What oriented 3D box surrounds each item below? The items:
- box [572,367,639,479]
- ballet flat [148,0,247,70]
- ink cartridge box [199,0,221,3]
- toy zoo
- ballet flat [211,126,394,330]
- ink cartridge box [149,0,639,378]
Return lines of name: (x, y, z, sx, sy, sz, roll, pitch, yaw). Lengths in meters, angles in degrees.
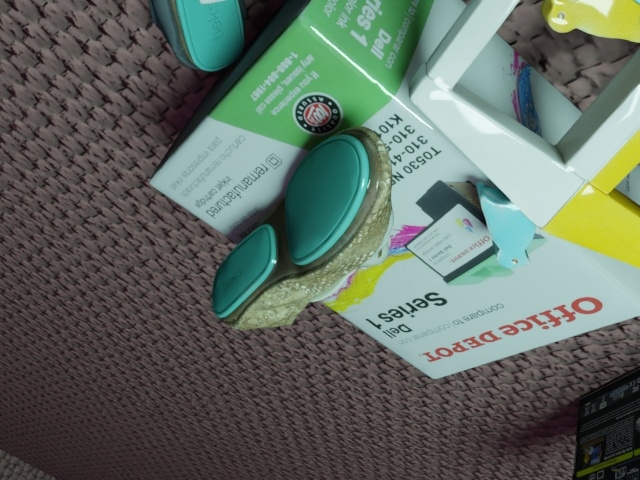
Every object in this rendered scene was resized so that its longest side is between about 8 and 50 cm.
box: (0.308, 0.193, 0.570, 0.060, 0.216, 0.270, 25, 144, -6)
ballet flat: (-0.082, -0.191, 0.391, 0.074, 0.074, 0.203, 14, 142, 10)
ink cartridge box: (0.004, -0.183, 0.314, 0.150, 0.063, 0.109, -12, 141, 1)
toy zoo: (0.176, -0.097, 0.312, 0.192, 0.030, 0.293, 30, 118, -12)
ballet flat: (0.000, 0.000, 0.416, 0.067, 0.073, 0.206, 8, 155, -27)
ink cartridge box: (0.059, -0.037, 0.479, 0.278, 0.117, 0.201, 36, 142, -18)
